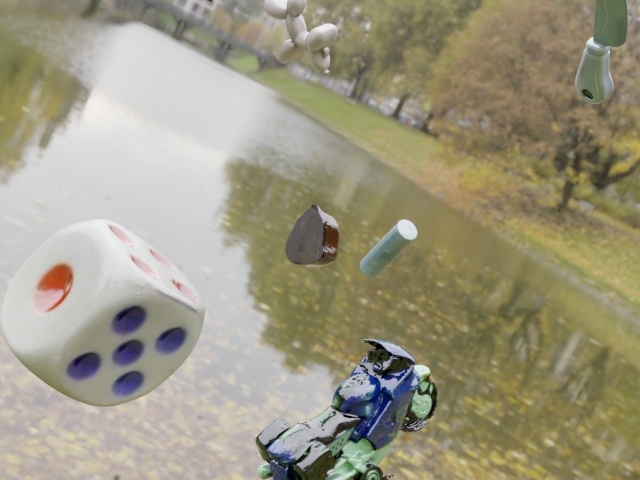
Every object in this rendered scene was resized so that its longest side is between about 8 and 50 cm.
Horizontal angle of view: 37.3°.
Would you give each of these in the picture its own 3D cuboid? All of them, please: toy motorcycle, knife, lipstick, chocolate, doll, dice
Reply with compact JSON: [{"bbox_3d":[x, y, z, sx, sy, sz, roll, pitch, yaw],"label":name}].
[{"bbox_3d":[0.054,0.272,1.443,0.331,0.196,0.125,-30,29,-31],"label":"toy motorcycle"},{"bbox_3d":[0.498,-0.360,1.653,0.080,0.044,0.331,41,-21,29],"label":"knife"},{"bbox_3d":[0.134,0.018,1.883,0.048,0.158,0.048,15,53,-21],"label":"lipstick"},{"bbox_3d":[0.000,0.000,2.178,0.080,0.149,0.125,10,22,-46],"label":"chocolate"},{"bbox_3d":[-0.031,-0.381,1.741,0.059,0.161,0.160,-25,19,-30],"label":"doll"},{"bbox_3d":[-0.449,0.152,1.968,0.277,0.304,0.304,46,6,41],"label":"dice"}]

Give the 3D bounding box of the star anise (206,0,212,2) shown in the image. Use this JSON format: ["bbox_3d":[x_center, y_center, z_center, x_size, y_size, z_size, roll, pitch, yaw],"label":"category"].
[{"bbox_3d":[-0.212,-0.553,1.768,0.198,0.257,0.110,43,-13,-21],"label":"star anise"}]
